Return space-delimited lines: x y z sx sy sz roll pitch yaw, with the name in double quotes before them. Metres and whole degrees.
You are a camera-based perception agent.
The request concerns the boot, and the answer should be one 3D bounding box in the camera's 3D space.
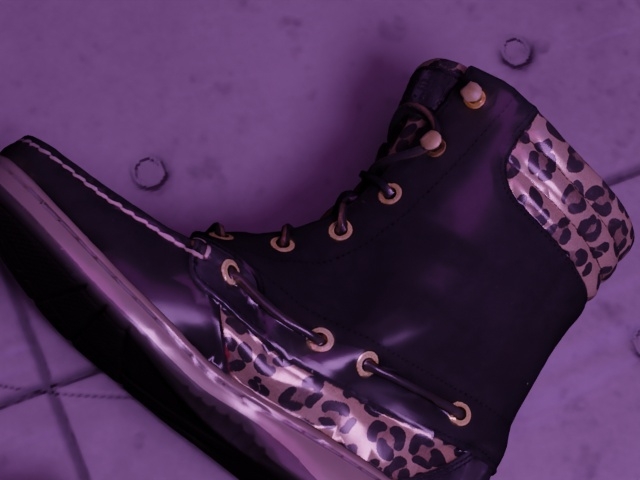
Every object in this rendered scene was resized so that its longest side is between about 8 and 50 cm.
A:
"boot" 0.000 0.000 1.171 0.377 0.138 0.284 39 72 -3
